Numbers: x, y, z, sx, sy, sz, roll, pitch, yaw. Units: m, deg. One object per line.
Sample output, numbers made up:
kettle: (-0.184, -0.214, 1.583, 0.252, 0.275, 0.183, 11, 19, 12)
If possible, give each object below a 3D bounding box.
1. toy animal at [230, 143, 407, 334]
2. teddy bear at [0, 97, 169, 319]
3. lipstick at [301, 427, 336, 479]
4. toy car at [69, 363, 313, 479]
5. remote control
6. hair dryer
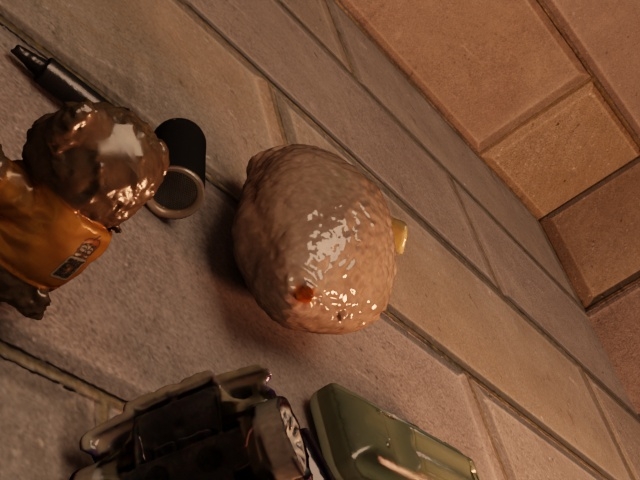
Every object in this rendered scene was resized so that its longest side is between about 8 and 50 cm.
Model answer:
toy animal: (0.000, 0.004, 1.156, 0.226, 0.188, 0.358, 45, 22, -17)
teddy bear: (-0.208, -0.032, 0.720, 0.140, 0.190, 0.177, 56, 13, 23)
lipstick: (0.052, 0.371, 0.848, 0.418, 0.077, 0.077, 62, 20, 15)
toy car: (-0.065, 0.225, 0.692, 0.158, 0.172, 0.235, 52, 18, -59)
remote control: (0.111, 0.275, 1.160, 0.335, 0.065, 0.128, 35, 30, -44)
hair dryer: (-0.228, -0.141, 1.048, 0.255, 0.070, 0.128, 41, 23, -25)
